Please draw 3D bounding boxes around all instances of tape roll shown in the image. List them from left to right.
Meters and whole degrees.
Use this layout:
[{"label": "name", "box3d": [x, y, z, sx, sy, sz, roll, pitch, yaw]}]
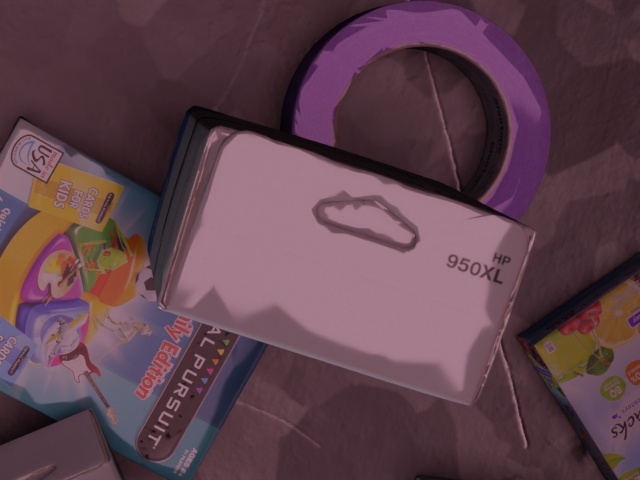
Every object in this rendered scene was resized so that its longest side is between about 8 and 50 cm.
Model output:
[{"label": "tape roll", "box3d": [0.098, -0.113, 1.868, 0.275, 0.090, 0.275, -1, 94, -9]}]

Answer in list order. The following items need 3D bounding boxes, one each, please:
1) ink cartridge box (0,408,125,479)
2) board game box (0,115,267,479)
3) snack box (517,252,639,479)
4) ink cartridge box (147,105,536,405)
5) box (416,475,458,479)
[{"label": "ink cartridge box", "box3d": [-0.259, 0.293, 1.791, 0.154, 0.093, 0.212, -23, 131, -7]}, {"label": "board game box", "box3d": [-0.224, 0.064, 1.831, 0.336, 0.079, 0.254, 29, 89, -11]}, {"label": "snack box", "box3d": [0.345, 0.145, 1.941, 0.174, 0.070, 0.207, -35, 101, -6]}, {"label": "ink cartridge box", "box3d": [0.000, 0.000, 1.616, 0.285, 0.395, 0.166, 17, 94, -8]}, {"label": "box", "box3d": [0.185, 0.360, 1.905, 0.181, 0.119, 0.182, 10, 94, -11]}]
